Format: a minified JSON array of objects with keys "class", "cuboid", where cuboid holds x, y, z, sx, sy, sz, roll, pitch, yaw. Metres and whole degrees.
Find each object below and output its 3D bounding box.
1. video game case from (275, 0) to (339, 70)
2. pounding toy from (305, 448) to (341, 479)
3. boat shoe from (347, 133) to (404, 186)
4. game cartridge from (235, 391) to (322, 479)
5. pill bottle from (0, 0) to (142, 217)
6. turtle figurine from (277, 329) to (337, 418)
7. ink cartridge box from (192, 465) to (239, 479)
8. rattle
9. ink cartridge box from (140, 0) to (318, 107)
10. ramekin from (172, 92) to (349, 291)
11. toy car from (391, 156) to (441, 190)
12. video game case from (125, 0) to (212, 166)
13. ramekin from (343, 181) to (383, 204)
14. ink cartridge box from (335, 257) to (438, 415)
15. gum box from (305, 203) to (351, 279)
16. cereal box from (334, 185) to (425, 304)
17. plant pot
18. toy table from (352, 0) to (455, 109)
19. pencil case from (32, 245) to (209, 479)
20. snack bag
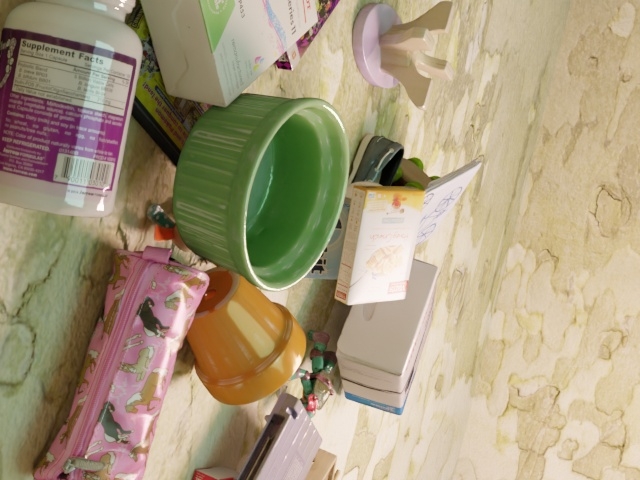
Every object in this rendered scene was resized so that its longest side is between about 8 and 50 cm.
[{"class":"video game case","cuboid":[-0.041,-0.471,1.610,0.232,0.042,0.210,-60,150,-30]},{"class":"pounding toy","cuboid":[-0.025,0.603,2.121,0.181,0.094,0.206,-48,152,-52]},{"class":"boat shoe","cuboid":[0.111,-0.094,2.031,0.116,0.099,0.319,34,73,-64]},{"class":"game cartridge","cuboid":[-0.116,0.515,1.780,0.355,0.068,0.230,-60,155,-27]},{"class":"pill bottle","cuboid":[-0.313,-0.189,1.067,0.169,0.169,0.301,3,99,-64]},{"class":"turtle figurine","cuboid":[-0.026,0.327,1.955,0.175,0.118,0.234,88,20,-46]},{"class":"ink cartridge box","cuboid":[-0.218,0.535,1.725,0.109,0.063,0.150,23,83,-63]},{"class":"rattle","cuboid":[-0.230,-0.004,1.479,0.199,0.143,0.130,-20,88,-43]},{"class":"ink cartridge box","cuboid":[-0.114,-0.388,1.335,0.353,0.119,0.207,-53,145,-38]},{"class":"ramekin","cuboid":[-0.092,-0.085,1.349,0.303,0.148,0.303,-40,139,-47]},{"class":"toy car","cuboid":[0.201,-0.104,2.222,0.155,0.149,0.188,-18,147,-56]},{"class":"video game case","cuboid":[-0.217,-0.279,1.366,0.248,0.035,0.275,-67,153,-19]},{"class":"ramekin","cuboid":[0.076,-0.023,1.889,0.109,0.207,0.207,-12,113,-53]},{"class":"ink cartridge box","cuboid":[0.166,0.233,2.118,0.395,0.166,0.285,78,31,-66]},{"class":"gum box","cuboid":[0.000,0.000,1.780,0.041,0.184,0.157,-125,-140,-71]},{"class":"cereal box","cuboid":[0.123,0.009,1.772,0.173,0.047,0.240,-3,107,-41]},{"class":"plant pot","cuboid":[-0.156,0.154,1.538,0.205,0.205,0.188,-57,133,-34]},{"class":"toy table","cuboid":[0.198,-0.431,1.975,0.274,0.161,0.252,-1,104,-64]},{"class":"pencil case","cuboid":[-0.295,0.199,1.309,0.160,0.167,0.386,24,79,-30]},{"class":"snack bag","cuboid":[0.216,-0.042,2.117,0.342,0.037,0.323,-28,160,-34]}]
